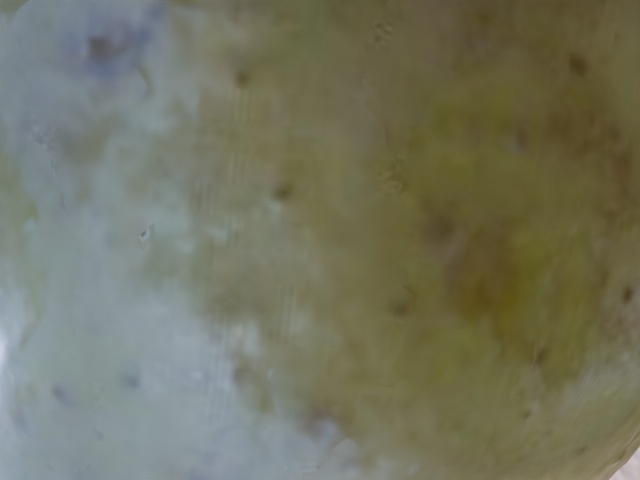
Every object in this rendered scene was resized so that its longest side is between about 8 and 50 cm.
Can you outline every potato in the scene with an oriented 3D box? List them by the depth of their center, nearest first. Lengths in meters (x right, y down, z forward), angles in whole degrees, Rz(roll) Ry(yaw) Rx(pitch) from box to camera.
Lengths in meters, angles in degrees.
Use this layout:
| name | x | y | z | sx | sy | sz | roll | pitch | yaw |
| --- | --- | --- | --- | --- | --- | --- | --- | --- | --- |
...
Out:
| name | x | y | z | sx | sy | sz | roll | pitch | yaw |
| --- | --- | --- | --- | --- | --- | --- | --- | --- | --- |
| potato | 0.000 | 0.000 | 0.473 | 0.285 | 0.242 | 0.242 | 5 | -136 | -45 |
